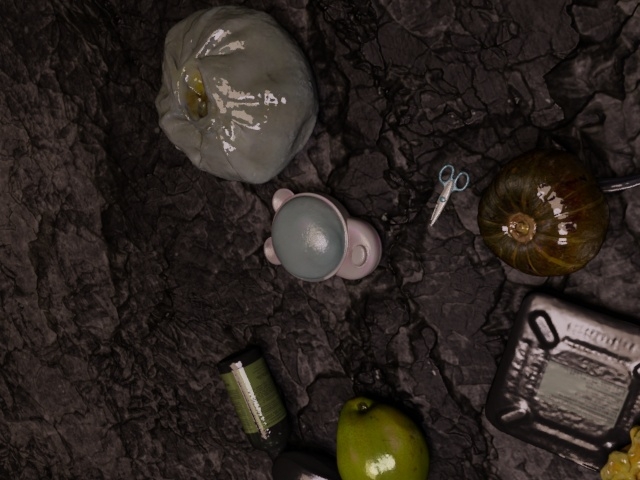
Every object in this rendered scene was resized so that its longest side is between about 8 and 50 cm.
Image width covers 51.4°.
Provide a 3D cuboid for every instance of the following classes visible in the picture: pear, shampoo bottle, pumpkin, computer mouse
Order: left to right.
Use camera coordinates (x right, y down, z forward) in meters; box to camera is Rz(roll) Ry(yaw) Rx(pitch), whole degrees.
[{"bbox_3d":[-0.127,0.377,1.450,0.101,0.101,0.284,-23,91,27],"label":"shampoo bottle"},{"bbox_3d":[0.019,0.538,1.386,0.269,0.086,0.138,28,113,-4],"label":"computer mouse"},{"bbox_3d":[0.116,0.411,1.309,0.187,0.187,0.220,-23,79,27],"label":"pear"},{"bbox_3d":[0.378,-0.046,1.106,0.219,0.162,0.219,21,117,46],"label":"pumpkin"}]

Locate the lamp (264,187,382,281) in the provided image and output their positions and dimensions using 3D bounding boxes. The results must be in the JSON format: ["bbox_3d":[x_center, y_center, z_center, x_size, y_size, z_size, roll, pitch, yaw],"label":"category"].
[{"bbox_3d":[0.000,0.001,1.312,0.245,0.108,0.180,18,112,20],"label":"lamp"}]

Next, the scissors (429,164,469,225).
[{"bbox_3d":[0.232,-0.080,1.240,0.058,0.014,0.119,28,107,18],"label":"scissors"}]

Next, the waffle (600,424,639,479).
[{"bbox_3d":[0.614,0.428,1.104,0.324,0.068,0.302,17,105,1],"label":"waffle"}]

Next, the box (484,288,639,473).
[{"bbox_3d":[0.462,0.253,1.171,0.289,0.073,0.289,21,108,18],"label":"box"}]

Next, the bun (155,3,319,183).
[{"bbox_3d":[-0.171,-0.276,1.283,0.354,0.194,0.355,6,104,25],"label":"bun"}]

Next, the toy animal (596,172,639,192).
[{"bbox_3d":[0.627,-0.117,1.019,0.367,0.081,0.206,-39,88,33],"label":"toy animal"}]
